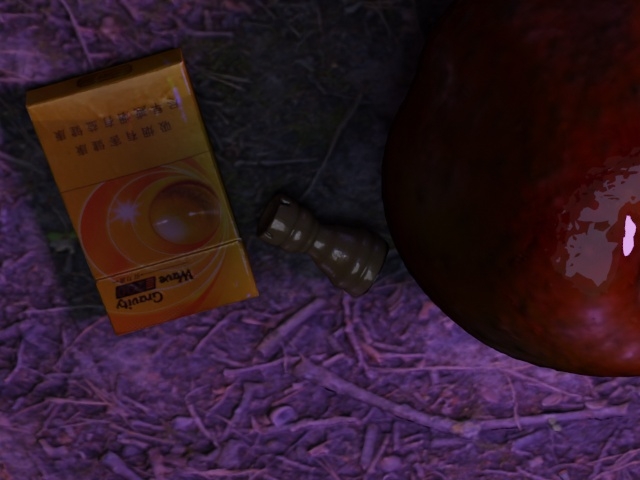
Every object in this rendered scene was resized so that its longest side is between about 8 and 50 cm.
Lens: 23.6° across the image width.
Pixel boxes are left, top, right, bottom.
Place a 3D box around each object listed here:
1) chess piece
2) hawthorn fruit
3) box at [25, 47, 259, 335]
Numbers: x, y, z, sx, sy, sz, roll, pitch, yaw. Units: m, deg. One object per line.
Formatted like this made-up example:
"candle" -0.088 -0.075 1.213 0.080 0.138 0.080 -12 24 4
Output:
"chess piece" 0.000 0.000 1.506 0.122 0.066 0.066 30 114 -18
"hawthorn fruit" 0.260 -0.054 1.320 0.403 0.403 0.403 -4 123 -6
"box" -0.165 -0.041 1.459 0.152 0.043 0.269 -15 123 1
